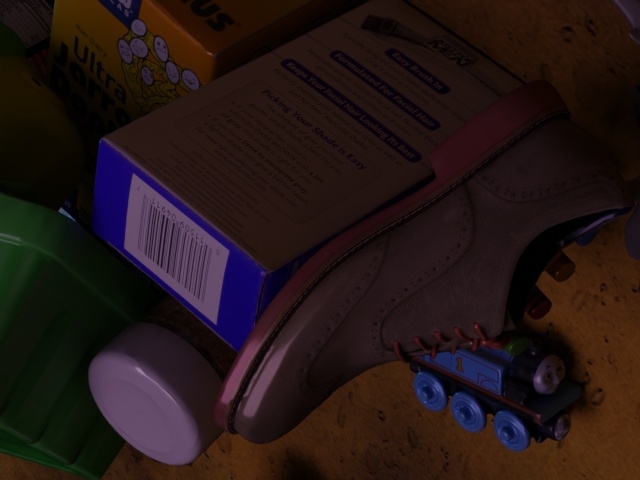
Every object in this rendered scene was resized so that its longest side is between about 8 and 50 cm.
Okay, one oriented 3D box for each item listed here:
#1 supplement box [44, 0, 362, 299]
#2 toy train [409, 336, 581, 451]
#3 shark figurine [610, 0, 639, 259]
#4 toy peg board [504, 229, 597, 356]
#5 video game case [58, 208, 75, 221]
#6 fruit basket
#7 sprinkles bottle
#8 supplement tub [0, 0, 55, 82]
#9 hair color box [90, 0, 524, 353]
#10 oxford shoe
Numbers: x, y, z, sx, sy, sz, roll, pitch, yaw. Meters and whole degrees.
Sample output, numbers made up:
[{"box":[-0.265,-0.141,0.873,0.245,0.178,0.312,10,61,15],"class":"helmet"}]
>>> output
[{"box":[-0.121,-0.146,1.648,0.194,0.195,0.356,42,144,19],"class":"supplement box"},{"box":[0.154,0.120,1.640,0.184,0.080,0.105,24,129,39],"class":"toy train"},{"box":[0.241,-0.089,1.321,0.166,0.116,0.278,4,123,48],"class":"shark figurine"},{"box":[0.152,0.007,1.404,0.079,0.160,0.161,48,-174,35],"class":"toy peg board"},{"box":[-0.300,-0.041,2.006,0.183,0.023,0.201,-10,68,54],"class":"video game case"},{"box":[-0.272,-0.012,1.558,0.283,0.392,0.392,13,131,19],"class":"fruit basket"},{"box":[-0.048,0.041,1.561,0.121,0.355,0.121,26,141,24],"class":"sprinkles bottle"},{"box":[-0.357,-0.148,1.811,0.207,0.338,0.207,32,140,32],"class":"supplement tub"},{"box":[0.002,-0.062,1.431,0.185,0.339,0.110,39,140,25],"class":"hair color box"},{"box":[0.072,0.042,1.281,0.130,0.348,0.123,49,-172,17],"class":"oxford shoe"}]
